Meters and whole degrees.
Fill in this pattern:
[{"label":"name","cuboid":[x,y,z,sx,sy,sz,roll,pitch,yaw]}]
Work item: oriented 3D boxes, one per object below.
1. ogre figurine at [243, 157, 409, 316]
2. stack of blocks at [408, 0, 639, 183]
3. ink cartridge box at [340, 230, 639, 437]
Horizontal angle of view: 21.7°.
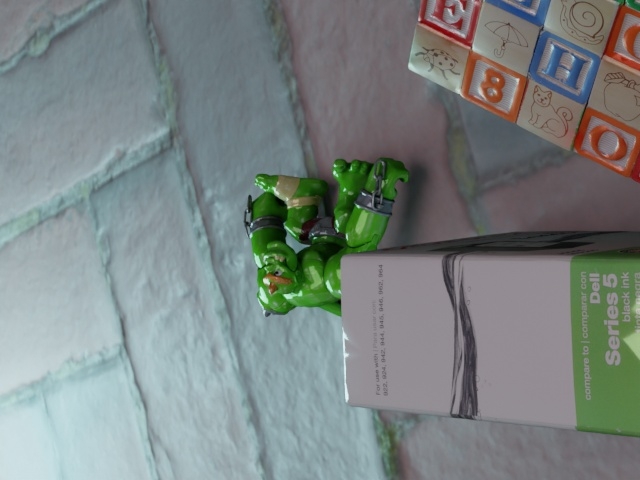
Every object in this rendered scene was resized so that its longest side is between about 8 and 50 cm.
[{"label":"ogre figurine","cuboid":[0.000,0.000,1.409,0.197,0.097,0.118,-5,73,33]},{"label":"stack of blocks","cuboid":[0.213,-0.129,1.043,0.297,0.087,0.171,29,141,16]},{"label":"ink cartridge box","cuboid":[0.174,0.056,1.141,0.273,0.198,0.114,1,95,47]}]
